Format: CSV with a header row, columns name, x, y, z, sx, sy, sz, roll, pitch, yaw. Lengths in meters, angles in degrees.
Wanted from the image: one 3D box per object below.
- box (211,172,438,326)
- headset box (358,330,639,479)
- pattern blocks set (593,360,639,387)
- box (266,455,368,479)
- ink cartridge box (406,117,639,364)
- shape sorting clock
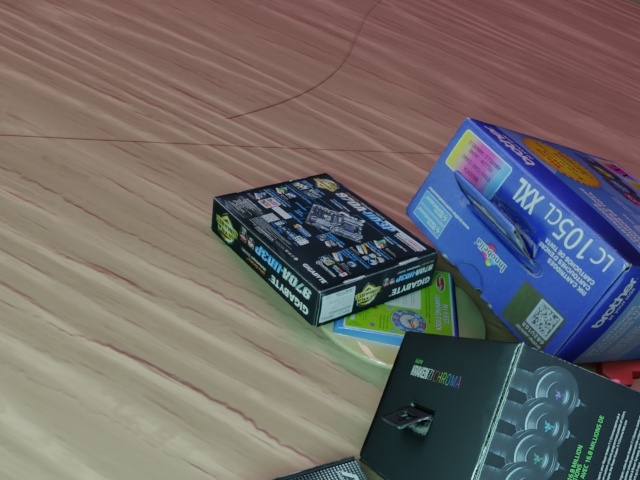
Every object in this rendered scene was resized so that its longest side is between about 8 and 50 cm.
name,x,y,z,sx,sy,sz,roll,pitch,yaw
box,0.000,0.000,0.887,0.175,0.051,0.220,-16,39,-35
headset box,0.188,0.175,0.588,0.283,0.246,0.131,23,81,-9
pattern blocks set,0.436,0.246,0.829,0.325,0.026,0.285,25,38,6
box,-0.012,0.276,0.582,0.184,0.045,0.190,-7,45,-28
ink cartridge box,0.291,0.004,0.885,0.396,0.151,0.270,4,37,-40
shape sorting clock,0.088,0.082,0.864,0.206,0.040,0.206,5,31,-3
